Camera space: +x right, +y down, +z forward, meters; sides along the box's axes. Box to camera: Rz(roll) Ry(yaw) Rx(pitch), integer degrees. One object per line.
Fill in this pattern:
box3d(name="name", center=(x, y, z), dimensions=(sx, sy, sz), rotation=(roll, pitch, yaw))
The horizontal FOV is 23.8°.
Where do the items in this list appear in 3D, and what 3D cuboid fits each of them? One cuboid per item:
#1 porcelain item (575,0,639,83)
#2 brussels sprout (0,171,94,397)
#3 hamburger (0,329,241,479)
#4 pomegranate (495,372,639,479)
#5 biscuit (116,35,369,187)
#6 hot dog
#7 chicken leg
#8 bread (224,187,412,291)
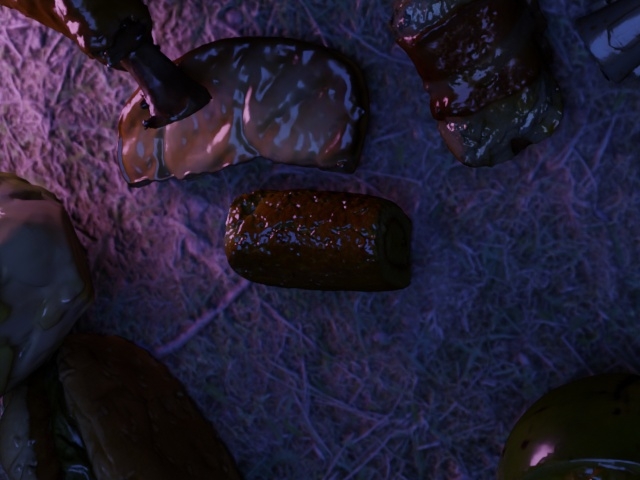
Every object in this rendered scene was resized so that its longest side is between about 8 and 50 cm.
box3d(name="porcelain item", center=(0.344, -0.232, 1.410), dimensions=(0.213, 0.054, 0.084), rotation=(-33, 93, 24))
box3d(name="brussels sprout", center=(-0.406, 0.064, 1.643), dimensions=(0.344, 0.344, 0.268), rotation=(-3, 139, 21))
box3d(name="hamburger", center=(-0.225, 0.266, 1.675), dimensions=(0.162, 0.209, 0.330), rotation=(-36, 92, 25))
box3d(name="pomegranate", center=(0.285, 0.267, 1.481), dimensions=(0.260, 0.260, 0.341), rotation=(38, 143, 7))
box3d(name="biscuit", center=(-0.088, -0.137, 1.602), dimensions=(0.299, 0.045, 0.154), rotation=(-3, 104, 22))
box3d(name="hot dog", center=(0.153, -0.179, 1.475), dimensions=(0.146, 0.103, 0.213), rotation=(-20, 107, 3))
box3d(name="chicken leg", center=(-0.234, -0.307, 1.549), dimensions=(0.295, 0.182, 0.409), rotation=(-41, 85, 6))
box3d(name="bread", center=(0.000, 0.000, 1.566), dimensions=(0.172, 0.132, 0.103), rotation=(4, 82, 21))
